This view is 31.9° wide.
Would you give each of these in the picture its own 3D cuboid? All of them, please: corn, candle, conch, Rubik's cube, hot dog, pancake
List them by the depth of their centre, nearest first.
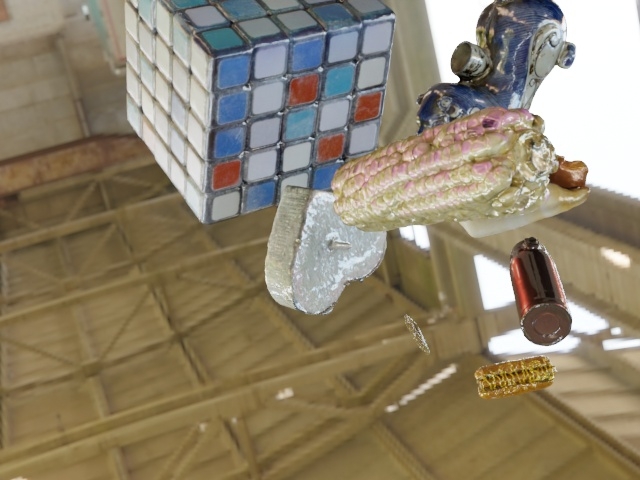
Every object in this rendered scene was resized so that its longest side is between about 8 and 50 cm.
[{"bbox_3d":[0.127,-0.074,1.293,0.126,0.127,0.335,-24,-170,-36],"label":"corn"},{"bbox_3d":[0.000,0.000,1.535,0.192,0.169,0.068,-37,-151,-33],"label":"candle"},{"bbox_3d":[-0.096,-0.238,1.592,0.286,0.293,0.292,-16,-137,-25],"label":"Rubik's cube"},{"bbox_3d":[0.315,-0.079,1.884,0.255,0.158,0.127,3,161,-5],"label":"conch"},{"bbox_3d":[0.392,0.274,2.239,0.165,0.071,0.045,-10,176,-5],"label":"hot dog"},{"bbox_3d":[0.220,0.217,2.580,0.011,0.115,0.115,-31,-163,-8],"label":"pancake"}]

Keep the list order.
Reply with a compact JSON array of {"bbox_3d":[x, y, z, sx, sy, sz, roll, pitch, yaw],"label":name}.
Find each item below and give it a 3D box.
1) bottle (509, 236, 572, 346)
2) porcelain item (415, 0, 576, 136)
[{"bbox_3d":[0.243,0.051,1.255,0.060,0.060,0.164,-11,-155,8],"label":"bottle"},{"bbox_3d":[0.255,-0.247,1.679,0.186,0.288,0.138,19,-172,-30],"label":"porcelain item"}]
